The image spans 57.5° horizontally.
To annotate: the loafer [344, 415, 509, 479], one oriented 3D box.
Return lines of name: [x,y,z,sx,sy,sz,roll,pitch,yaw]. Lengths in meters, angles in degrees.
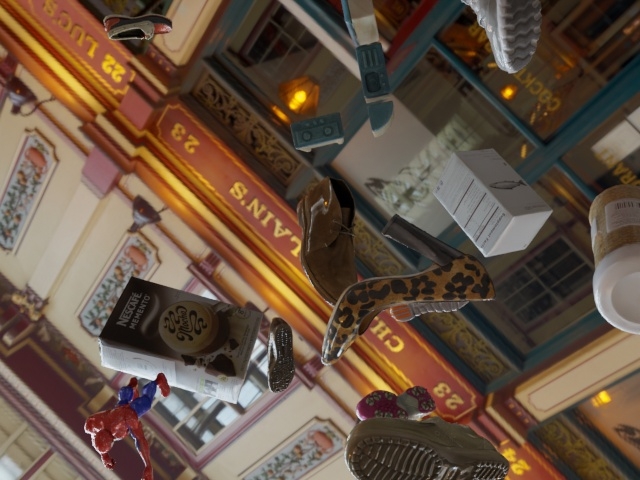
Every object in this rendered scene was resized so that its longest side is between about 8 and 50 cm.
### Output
loafer: [0.143,0.301,0.829,0.268,0.102,0.092,21,-166,-25]

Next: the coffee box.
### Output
coffee box: [-0.290,0.209,1.233,0.296,0.119,0.168,16,-133,-3]

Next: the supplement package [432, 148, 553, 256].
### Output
supplement package: [0.310,-0.073,1.068,0.105,0.105,0.179,-9,-131,-30]

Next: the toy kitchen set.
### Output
toy kitchen set: [0.020,-0.262,0.916,0.122,0.165,0.207,-2,-100,-81]

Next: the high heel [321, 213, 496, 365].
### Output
high heel: [0.123,0.115,0.856,0.186,0.261,0.093,33,-169,14]

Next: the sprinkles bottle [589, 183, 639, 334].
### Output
sprinkles bottle: [0.498,0.013,0.932,0.121,0.121,0.355,44,-149,1]

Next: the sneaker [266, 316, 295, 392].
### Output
sneaker: [-0.098,0.274,1.409,0.066,0.189,0.071,0,-159,-21]

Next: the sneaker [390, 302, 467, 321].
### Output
sneaker: [0.422,0.201,2.249,0.180,0.320,0.125,-60,-47,-69]

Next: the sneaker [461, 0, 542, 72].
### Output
sneaker: [0.311,-0.440,1.048,0.105,0.115,0.282,-23,-76,-28]

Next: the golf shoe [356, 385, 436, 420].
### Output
golf shoe: [0.217,0.530,1.787,0.306,0.140,0.115,7,-137,-37]

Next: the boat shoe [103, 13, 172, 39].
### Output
boat shoe: [-0.359,-0.421,1.161,0.136,0.049,0.043,-11,-109,-32]

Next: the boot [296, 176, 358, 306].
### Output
boot: [0.027,-0.004,1.178,0.112,0.115,0.306,13,-135,-32]

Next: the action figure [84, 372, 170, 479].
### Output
action figure: [-0.310,0.318,0.963,0.280,0.091,0.139,144,115,-88]
